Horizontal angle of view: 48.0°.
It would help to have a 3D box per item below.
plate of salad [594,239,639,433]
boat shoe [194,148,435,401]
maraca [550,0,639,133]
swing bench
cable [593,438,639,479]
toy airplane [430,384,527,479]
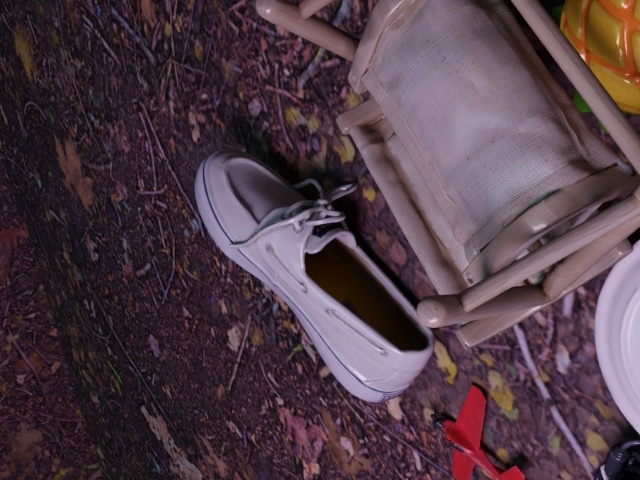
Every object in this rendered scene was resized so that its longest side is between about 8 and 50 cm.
[{"bbox_3d":[0.295,0.080,0.520,0.200,0.048,0.199,13,108,49],"label":"plate of salad"},{"bbox_3d":[-0.005,0.004,0.807,0.367,0.136,0.156,52,142,17],"label":"boat shoe"},{"bbox_3d":[0.209,-0.137,0.483,0.186,0.099,0.127,135,115,-81],"label":"maraca"},{"bbox_3d":[0.107,-0.071,0.544,0.253,0.165,0.255,62,-171,17],"label":"swing bench"},{"bbox_3d":[0.273,0.265,0.589,0.150,0.047,0.184,100,158,-53],"label":"cable"},{"bbox_3d":[0.174,0.236,0.781,0.151,0.028,0.151,31,133,41],"label":"toy airplane"}]
